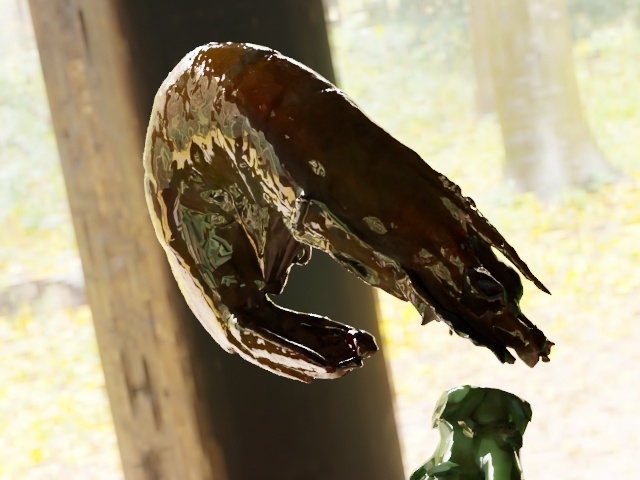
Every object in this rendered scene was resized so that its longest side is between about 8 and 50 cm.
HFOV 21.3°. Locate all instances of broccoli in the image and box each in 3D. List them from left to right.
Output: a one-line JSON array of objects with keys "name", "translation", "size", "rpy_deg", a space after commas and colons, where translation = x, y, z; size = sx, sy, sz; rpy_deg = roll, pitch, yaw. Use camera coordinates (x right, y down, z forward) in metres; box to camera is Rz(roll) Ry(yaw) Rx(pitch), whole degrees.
[{"name": "broccoli", "translation": [0.100, 0.243, 1.260], "size": [0.270, 0.270, 0.270], "rpy_deg": [7, -26, 4]}]

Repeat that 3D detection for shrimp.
[{"name": "shrimp", "translation": [0.000, 0.000, 0.760], "size": [0.068, 0.150, 0.248], "rpy_deg": [-14, 30, -40]}]
